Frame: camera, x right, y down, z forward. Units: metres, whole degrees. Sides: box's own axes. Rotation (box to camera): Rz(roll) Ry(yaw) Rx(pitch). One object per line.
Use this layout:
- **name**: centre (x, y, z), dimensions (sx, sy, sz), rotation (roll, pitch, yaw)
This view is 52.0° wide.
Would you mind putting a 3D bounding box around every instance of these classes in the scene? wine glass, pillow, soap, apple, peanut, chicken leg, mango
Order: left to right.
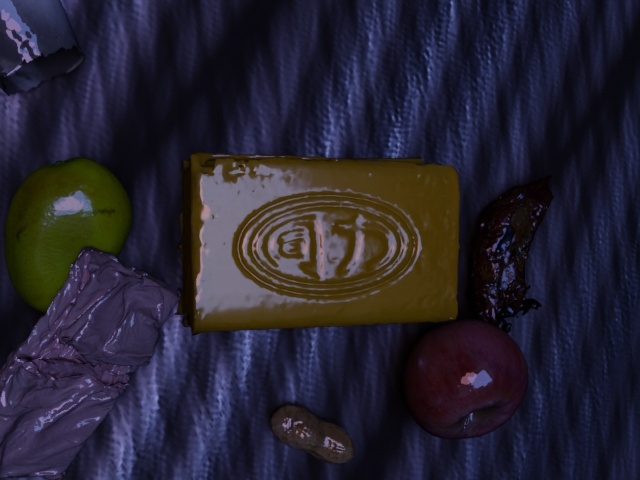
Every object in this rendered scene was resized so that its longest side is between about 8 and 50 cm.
- **wine glass**: centre (-0.324, -0.251, 0.637), dimensions (0.111, 0.111, 0.205), rotation (-32, 99, -16)
- **mango**: centre (-0.262, -0.006, 0.671), dimensions (0.117, 0.089, 0.163), rotation (28, 83, -31)
- **pillow**: centre (-0.250, 0.136, 0.666), dimensions (0.248, 0.049, 0.135), rotation (-55, 137, -2)
- **peanut**: centre (-0.008, 0.233, 0.782), dimensions (0.113, 0.054, 0.054), rotation (28, 82, -13)
- **soap**: centre (-0.001, 0.000, 0.758), dimensions (0.324, 0.096, 0.204), rotation (-1, 92, -19)
- **apple**: centre (0.173, 0.165, 0.794), dimensions (0.153, 0.120, 0.153), rotation (-10, 137, -9)
- **chicken leg**: centre (0.246, 0.020, 0.859), dimensions (0.105, 0.063, 0.234), rotation (10, 87, -23)
